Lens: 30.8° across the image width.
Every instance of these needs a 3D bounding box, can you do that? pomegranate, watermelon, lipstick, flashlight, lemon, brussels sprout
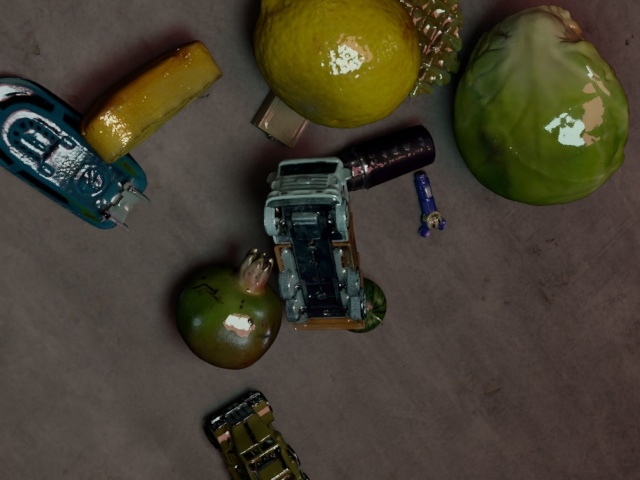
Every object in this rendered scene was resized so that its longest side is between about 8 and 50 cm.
[{"bbox_3d":[-0.137,0.104,1.884,0.180,0.180,0.210,17,114,-29],"label":"pomegranate"},{"bbox_3d":[0.069,0.114,2.037,0.109,0.109,0.109,-7,107,-25],"label":"watermelon"},{"bbox_3d":[0.054,-0.120,1.981,0.299,0.081,0.081,-21,112,-14],"label":"lipstick"},{"bbox_3d":[0.194,-0.066,2.090,0.057,0.035,0.121,-23,113,-19],"label":"flashlight"},{"bbox_3d":[0.027,-0.302,1.823,0.267,0.267,0.267,-7,107,-25],"label":"lemon"},{"bbox_3d":[0.379,-0.225,1.997,0.268,0.344,0.344,-19,118,-62],"label":"brussels sprout"}]

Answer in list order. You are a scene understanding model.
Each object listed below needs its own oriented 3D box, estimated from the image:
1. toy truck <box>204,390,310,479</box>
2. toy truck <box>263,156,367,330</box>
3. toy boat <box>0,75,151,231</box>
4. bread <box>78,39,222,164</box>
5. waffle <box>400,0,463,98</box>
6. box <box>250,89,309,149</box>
[{"bbox_3d":[-0.095,0.393,2.022,0.127,0.127,0.257,-31,112,-15],"label":"toy truck"},{"bbox_3d":[0.000,0.000,1.887,0.136,0.162,0.305,-2,134,9],"label":"toy truck"},{"bbox_3d":[-0.391,-0.130,1.750,0.299,0.092,0.134,37,89,-30],"label":"toy boat"},{"bbox_3d":[-0.257,-0.216,1.759,0.245,0.102,0.094,-42,102,-25],"label":"bread"},{"bbox_3d":[0.152,-0.348,1.980,0.207,0.054,0.214,-19,111,-21],"label":"waffle"},{"bbox_3d":[-0.062,-0.203,1.924,0.079,0.035,0.083,32,89,-30],"label":"box"}]
